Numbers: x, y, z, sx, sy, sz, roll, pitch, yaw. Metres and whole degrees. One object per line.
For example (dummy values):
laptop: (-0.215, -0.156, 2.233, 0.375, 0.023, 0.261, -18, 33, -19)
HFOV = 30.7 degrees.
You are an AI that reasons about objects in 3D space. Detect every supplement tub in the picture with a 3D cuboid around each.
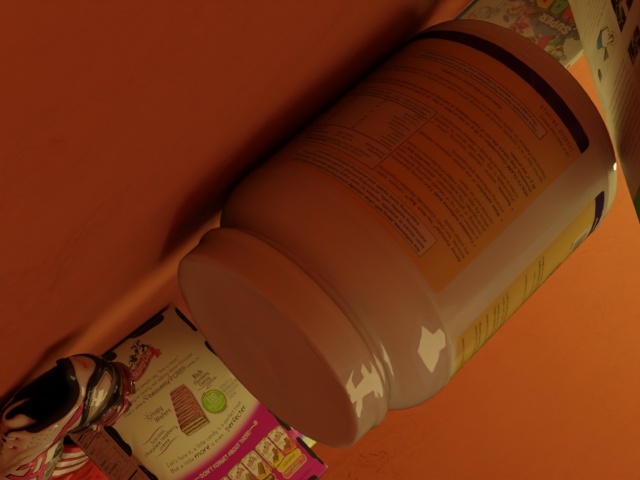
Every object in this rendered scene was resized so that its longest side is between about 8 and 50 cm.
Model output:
supplement tub: (0.067, -0.009, 0.995, 0.331, 0.241, 0.241, -41, 174, -25)

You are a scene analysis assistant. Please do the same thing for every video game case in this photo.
video game case: (0.226, -0.231, 1.133, 0.166, 0.119, 0.015, -44, 157, 0)

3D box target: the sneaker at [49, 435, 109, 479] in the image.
sneaker: (-0.243, 0.219, 1.267, 0.128, 0.087, 0.221, -44, 176, 15)

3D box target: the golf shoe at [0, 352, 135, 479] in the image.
golf shoe: (-0.244, 0.156, 0.960, 0.186, 0.067, 0.086, -43, 146, 12)

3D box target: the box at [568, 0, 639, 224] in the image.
box: (0.280, -0.168, 0.924, 0.058, 0.322, 0.232, -2, 146, -5)

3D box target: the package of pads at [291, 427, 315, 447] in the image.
package of pads: (-0.067, 0.256, 2.074, 0.296, 0.229, 0.101, -41, 178, -20)

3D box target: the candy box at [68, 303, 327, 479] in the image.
candy box: (-0.130, 0.199, 1.156, 0.159, 0.233, 0.071, -38, 172, -44)
